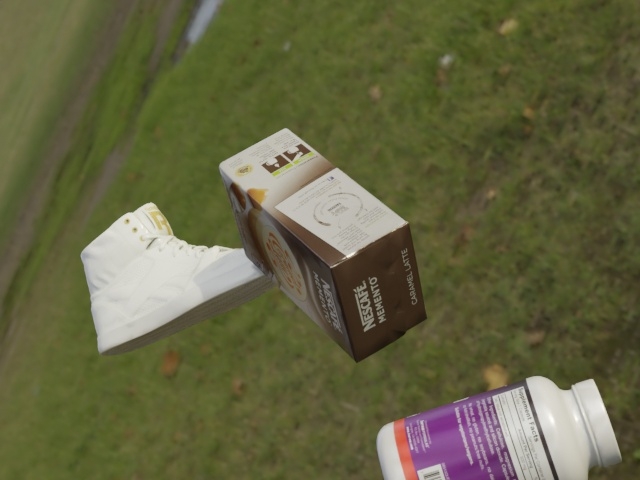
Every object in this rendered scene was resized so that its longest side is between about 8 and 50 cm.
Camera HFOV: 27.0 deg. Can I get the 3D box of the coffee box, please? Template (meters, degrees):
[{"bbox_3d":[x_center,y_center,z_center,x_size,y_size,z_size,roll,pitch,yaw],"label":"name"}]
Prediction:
[{"bbox_3d":[0.000,0.000,1.457,0.098,0.141,0.246,-30,40,-17],"label":"coffee box"}]

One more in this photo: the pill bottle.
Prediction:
[{"bbox_3d":[0.254,0.305,1.907,0.323,0.181,0.181,-19,27,6],"label":"pill bottle"}]

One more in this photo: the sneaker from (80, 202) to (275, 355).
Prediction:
[{"bbox_3d":[-0.178,0.019,1.671,0.293,0.108,0.169,-23,75,20],"label":"sneaker"}]
